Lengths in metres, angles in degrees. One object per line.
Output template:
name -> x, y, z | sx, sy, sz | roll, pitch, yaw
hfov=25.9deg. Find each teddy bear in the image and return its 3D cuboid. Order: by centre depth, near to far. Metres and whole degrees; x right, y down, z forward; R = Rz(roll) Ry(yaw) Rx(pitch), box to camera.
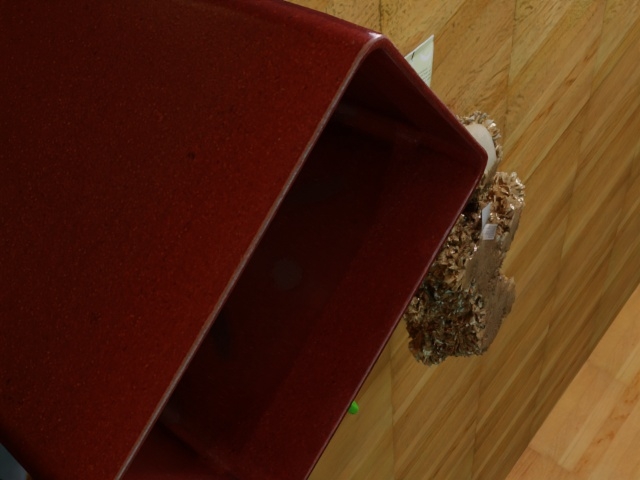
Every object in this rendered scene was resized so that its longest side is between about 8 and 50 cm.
teddy bear -> 0.139, 0.000, 1.568 | 0.245, 0.113, 0.338 | -62, 153, -13

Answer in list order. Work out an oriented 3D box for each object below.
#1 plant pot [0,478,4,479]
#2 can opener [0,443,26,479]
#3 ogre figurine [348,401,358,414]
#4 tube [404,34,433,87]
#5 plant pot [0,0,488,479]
plant pot -> -0.279, 0.272, 0.657 | 0.366, 0.366, 0.353 | 24, 84, -70
can opener -> -0.239, 0.164, 0.920 | 0.093, 0.074, 0.280 | -36, 149, -45
ogre figurine -> -0.013, 0.133, 1.380 | 0.197, 0.096, 0.118 | -64, 152, -10
tube -> 0.069, -0.078, 1.346 | 0.062, 0.070, 0.240 | -1, 127, -14
plant pot -> -0.092, -0.013, 0.788 | 0.267, 0.235, 0.267 | -60, 159, 1
